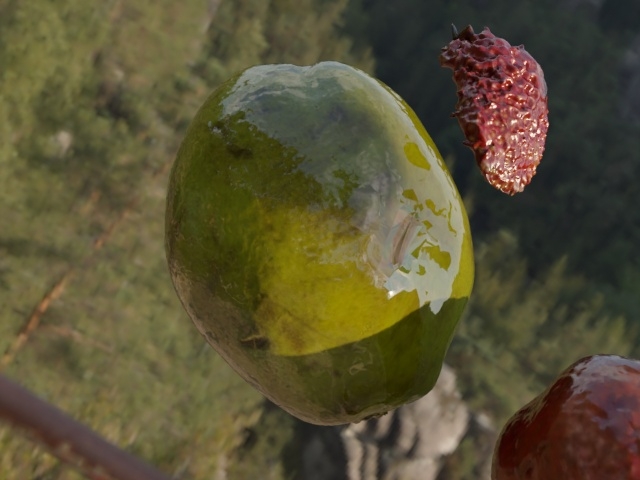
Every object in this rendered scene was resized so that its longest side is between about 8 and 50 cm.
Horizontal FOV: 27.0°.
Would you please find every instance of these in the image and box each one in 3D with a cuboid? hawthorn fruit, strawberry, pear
[{"bbox_3d":[0.240,0.215,0.982,0.207,0.207,0.243,20,33,-22],"label":"hawthorn fruit"},{"bbox_3d":[0.203,-0.132,1.386,0.167,0.087,0.208,38,28,-41],"label":"strawberry"},{"bbox_3d":[0.000,0.000,1.138,0.269,0.269,0.321,6,69,-44],"label":"pear"}]
